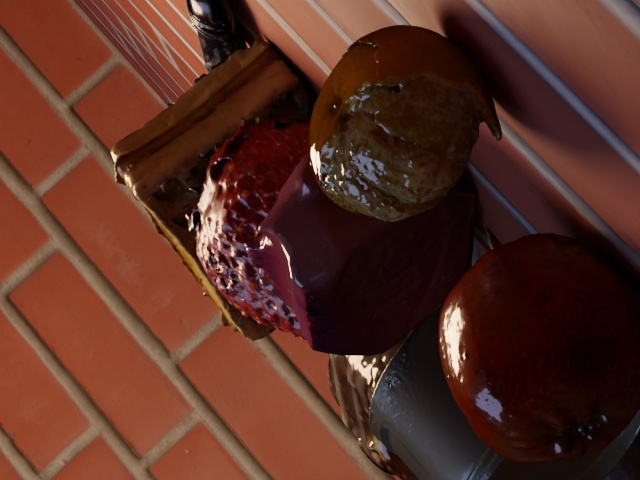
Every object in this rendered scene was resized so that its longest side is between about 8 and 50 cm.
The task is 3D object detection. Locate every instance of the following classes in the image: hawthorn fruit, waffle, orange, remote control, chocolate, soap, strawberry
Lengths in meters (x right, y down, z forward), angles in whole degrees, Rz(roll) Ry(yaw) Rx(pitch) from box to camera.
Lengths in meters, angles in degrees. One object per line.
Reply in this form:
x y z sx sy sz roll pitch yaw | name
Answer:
0.174 0.075 1.357 0.200 0.179 0.179 61 -178 30 | hawthorn fruit
-0.086 -0.053 2.141 0.114 0.261 0.376 53 178 40 | waffle
0.064 -0.085 1.268 0.134 0.157 0.156 7 -165 -24 | orange
-0.132 -0.257 2.086 0.090 0.066 0.266 63 179 19 | remote control
0.133 0.157 2.110 0.340 0.225 0.210 42 158 51 | chocolate
0.046 -0.002 1.652 0.127 0.220 0.325 44 165 22 | soap
0.000 0.000 1.926 0.288 0.250 0.239 51 151 33 | strawberry

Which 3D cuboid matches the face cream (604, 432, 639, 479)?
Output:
0.313 0.223 1.768 0.283 0.073 0.073 51 175 -15 | face cream

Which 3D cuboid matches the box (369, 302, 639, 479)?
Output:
0.178 0.157 1.572 0.149 0.226 0.226 47 174 32 | box
